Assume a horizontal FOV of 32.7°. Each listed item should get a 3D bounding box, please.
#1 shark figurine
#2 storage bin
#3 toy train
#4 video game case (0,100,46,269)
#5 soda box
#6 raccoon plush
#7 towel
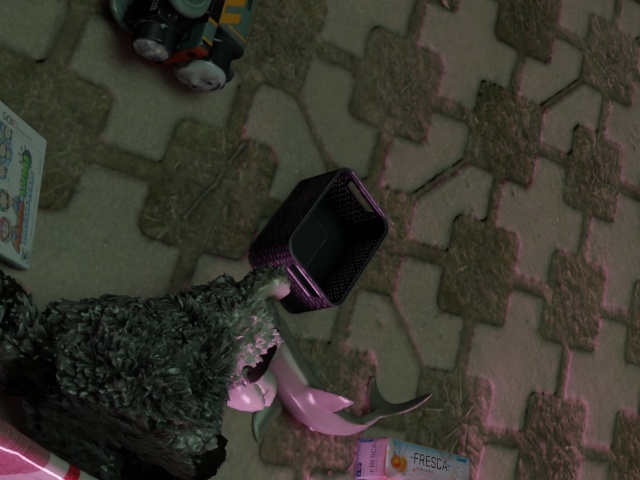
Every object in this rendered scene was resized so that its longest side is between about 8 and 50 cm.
[{"bbox_3d":[0.022,0.213,1.446,0.278,0.116,0.166,33,60,-33],"label":"shark figurine"},{"bbox_3d":[0.000,0.000,1.494,0.122,0.084,0.180,53,48,-22],"label":"storage bin"},{"bbox_3d":[-0.147,-0.355,1.407,0.190,0.142,0.334,36,56,-44],"label":"toy train"},{"bbox_3d":[-0.340,-0.062,1.167,0.143,0.019,0.157,55,36,-69],"label":"video game case"},{"bbox_3d":[0.134,0.325,1.560,0.183,0.063,0.058,23,64,-40],"label":"soda box"},{"bbox_3d":[-0.194,0.064,1.164,0.446,0.216,0.299,60,39,-37],"label":"raccoon plush"},{"bbox_3d":[-0.245,0.261,1.078,0.329,0.237,0.037,38,56,-32],"label":"towel"}]
